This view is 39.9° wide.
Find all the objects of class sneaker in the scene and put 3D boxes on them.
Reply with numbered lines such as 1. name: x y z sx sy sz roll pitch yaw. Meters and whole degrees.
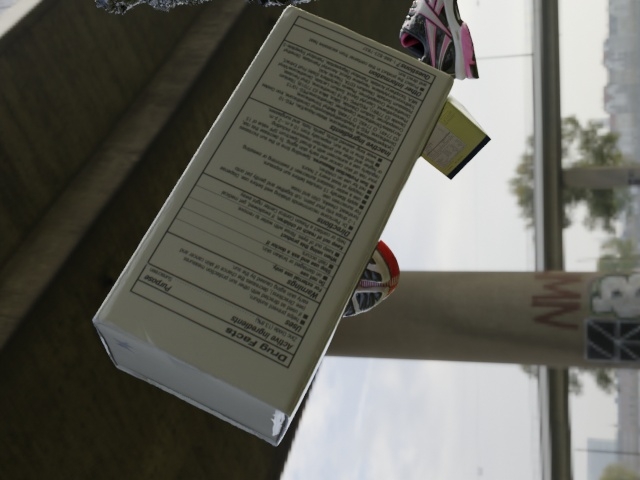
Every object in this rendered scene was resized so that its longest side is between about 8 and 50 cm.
1. sneaker: 0.000 0.000 0.896 0.118 0.279 0.107 -20 -73 -29
2. sneaker: 0.125 -0.257 1.020 0.072 0.077 0.178 64 -166 -57

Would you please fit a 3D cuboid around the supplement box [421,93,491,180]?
1. supplement box: 0.104 -0.117 0.840 0.083 0.056 0.083 34 -161 -30

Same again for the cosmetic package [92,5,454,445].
1. cosmetic package: -0.029 -0.013 0.681 0.296 0.153 0.129 -61 -6 -23

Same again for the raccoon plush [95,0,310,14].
1. raccoon plush: -0.199 -0.424 1.187 0.299 0.447 0.216 -60 -32 -75
